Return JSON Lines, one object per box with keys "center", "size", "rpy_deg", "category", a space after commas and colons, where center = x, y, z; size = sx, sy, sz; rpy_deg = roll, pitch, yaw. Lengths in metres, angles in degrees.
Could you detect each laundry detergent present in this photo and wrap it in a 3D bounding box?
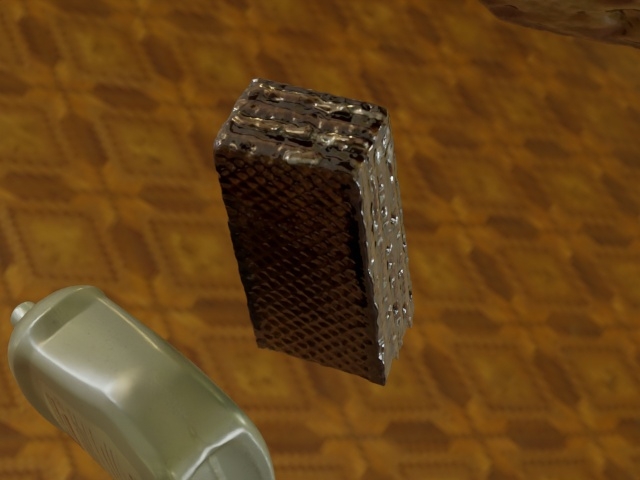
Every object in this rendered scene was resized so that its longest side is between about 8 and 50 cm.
{"center": [-0.144, 0.119, 1.324], "size": [0.091, 0.181, 0.253], "rpy_deg": [-42, 52, -18], "category": "laundry detergent"}

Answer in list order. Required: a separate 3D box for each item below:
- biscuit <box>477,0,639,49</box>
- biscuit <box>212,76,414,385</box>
{"center": [0.212, -0.218, 1.144], "size": [0.359, 0.359, 0.046], "rpy_deg": [18, 66, -22], "category": "biscuit"}
{"center": [0.000, 0.000, 1.256], "size": [0.106, 0.252, 0.070], "rpy_deg": [15, 55, 18], "category": "biscuit"}
